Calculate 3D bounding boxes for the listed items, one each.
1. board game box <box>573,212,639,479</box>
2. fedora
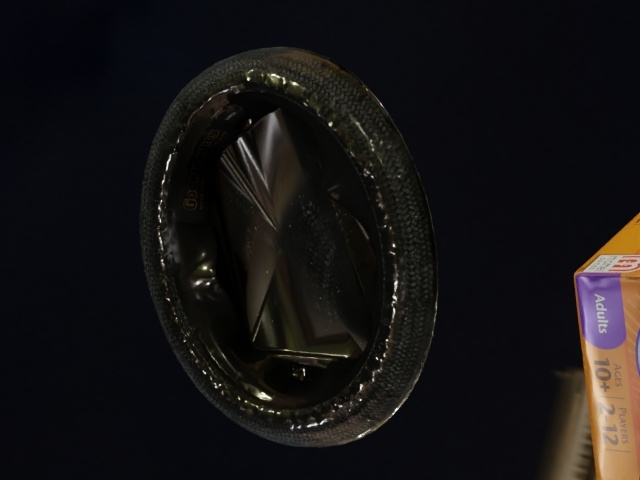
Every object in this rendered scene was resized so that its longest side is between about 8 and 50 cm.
[{"bbox_3d":[0.515,0.145,1.608,0.356,0.356,0.356,-33,-62,-53],"label":"board game box"},{"bbox_3d":[0.000,0.000,1.289,0.152,0.334,0.334,-15,-75,-53],"label":"fedora"}]
